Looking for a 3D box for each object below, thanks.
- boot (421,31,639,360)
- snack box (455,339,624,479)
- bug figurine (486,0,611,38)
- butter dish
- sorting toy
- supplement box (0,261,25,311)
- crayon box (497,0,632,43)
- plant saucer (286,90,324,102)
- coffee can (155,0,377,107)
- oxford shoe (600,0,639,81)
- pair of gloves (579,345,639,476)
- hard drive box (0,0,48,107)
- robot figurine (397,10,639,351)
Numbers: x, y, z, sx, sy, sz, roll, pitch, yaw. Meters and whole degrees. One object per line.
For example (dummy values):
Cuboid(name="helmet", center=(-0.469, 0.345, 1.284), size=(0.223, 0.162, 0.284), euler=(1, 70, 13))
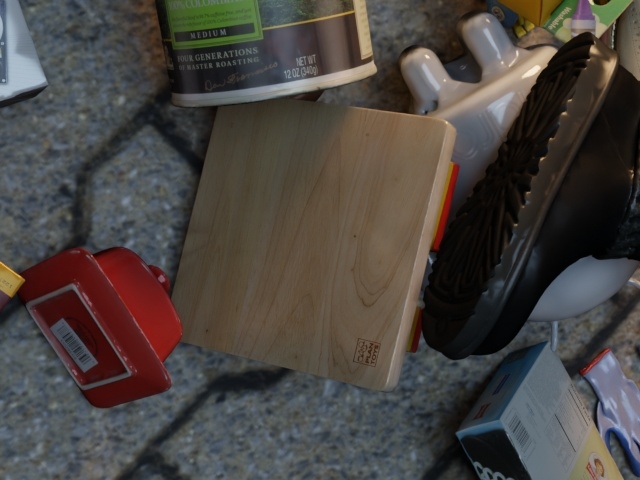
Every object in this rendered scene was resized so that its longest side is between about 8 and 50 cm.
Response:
Cuboid(name="boot", center=(0.273, 0.006, 1.266), size=(0.260, 0.131, 0.348), euler=(34, 79, -15))
Cuboid(name="snack box", center=(0.269, 0.288, 1.455), size=(0.322, 0.060, 0.187), euler=(61, 32, -8))
Cuboid(name="bug figurine", center=(0.309, -0.224, 1.529), size=(0.216, 0.072, 0.279), euler=(-41, 101, -16))
Cuboid(name="butter dish", center=(-0.194, 0.065, 1.320), size=(0.118, 0.160, 0.160), euler=(-40, 103, -39))
Cuboid(name="sorting toy", center=(0.000, 0.000, 1.343), size=(0.089, 0.255, 0.257), euler=(21, 82, -60))
Cuboid(name="supplement box", center=(-0.384, 0.075, 1.213), size=(0.129, 0.191, 0.194), euler=(39, 76, -14))
Cuboid(name="crayon box", center=(0.202, -0.360, 1.402), size=(0.323, 0.083, 0.203), euler=(37, 74, 20))
Cuboid(name="plant saucer", center=(-0.058, -0.207, 1.423), size=(0.168, 0.029, 0.168), euler=(0, 89, -19))
Cuboid(name="coffee can", center=(-0.064, -0.278, 1.277), size=(0.202, 0.201, 0.275), euler=(-14, 103, -19))
Cuboid(name="oxford shoe", center=(0.397, -0.251, 1.451), size=(0.141, 0.146, 0.396), euler=(4, 87, -29))
Cuboid(name="pair of gloves", center=(0.387, 0.173, 1.573), size=(0.198, 0.023, 0.159), euler=(-35, 100, -18))
Cuboid(name="hard drive box", center=(-0.383, -0.222, 1.277), size=(0.181, 0.089, 0.232), euler=(-22, 95, -19))
Cuboid(name="robot figurine", center=(0.209, -0.063, 1.422), size=(0.300, 0.200, 0.353), euler=(-30, 99, 10))
